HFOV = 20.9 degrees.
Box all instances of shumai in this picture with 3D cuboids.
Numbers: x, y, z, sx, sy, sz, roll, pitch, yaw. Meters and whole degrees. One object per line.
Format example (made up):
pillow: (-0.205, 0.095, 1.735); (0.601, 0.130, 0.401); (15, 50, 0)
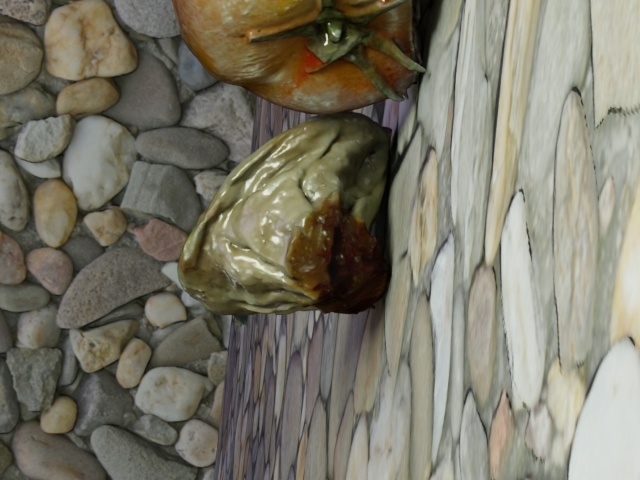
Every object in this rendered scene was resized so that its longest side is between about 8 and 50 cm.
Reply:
shumai: (0.000, 0.000, 1.290); (0.120, 0.201, 0.201); (46, 148, 24)

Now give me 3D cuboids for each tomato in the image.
tomato: (-0.027, -0.179, 1.183); (0.214, 0.155, 0.181); (77, 173, -54)
